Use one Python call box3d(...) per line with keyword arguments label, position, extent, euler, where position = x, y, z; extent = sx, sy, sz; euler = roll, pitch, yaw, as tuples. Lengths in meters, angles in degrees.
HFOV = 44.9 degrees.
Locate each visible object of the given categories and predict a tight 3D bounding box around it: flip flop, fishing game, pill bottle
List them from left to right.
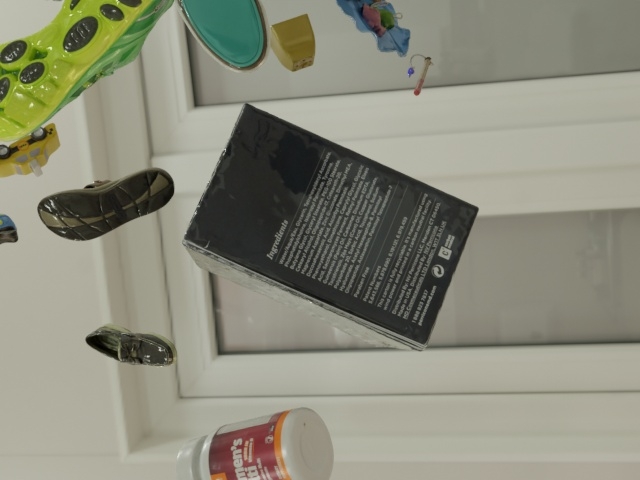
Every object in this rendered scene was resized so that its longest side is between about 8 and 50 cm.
box3d(label="flip flop", position=(-0.425, -0.082, 1.549), extent=(0.080, 0.277, 0.112), euler=(-107, -3, -63))
box3d(label="pill bottle", position=(-0.101, 0.328, 1.155), extent=(0.121, 0.221, 0.121), euler=(40, -140, -44))
box3d(label="fishing game", position=(0.058, -0.305, 0.947), extent=(0.264, 0.041, 0.189), euler=(49, -151, -14))

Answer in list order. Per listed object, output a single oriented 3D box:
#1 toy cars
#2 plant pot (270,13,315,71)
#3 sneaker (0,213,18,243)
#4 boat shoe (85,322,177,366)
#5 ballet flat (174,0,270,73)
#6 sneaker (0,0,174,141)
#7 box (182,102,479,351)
box3d(label="toy cars", position=(-0.762, -0.183, 1.808), extent=(0.087, 0.176, 0.393), euler=(53, -150, 9))
box3d(label="plant pot", position=(-0.049, -0.391, 1.561), extent=(0.081, 0.081, 0.083), euler=(109, 138, -74))
box3d(label="sneaker", position=(-0.676, 0.019, 1.505), extent=(0.078, 0.188, 0.067), euler=(67, 174, -34))
box3d(label="boat shoe", position=(-0.419, 0.239, 1.700), extent=(0.073, 0.223, 0.080), euler=(-25, -57, -58))
box3d(label="ballet flat", position=(-0.218, -0.466, 1.373), extent=(0.400, 0.139, 0.139), euler=(51, -167, -2))
box3d(label="sneaker", position=(-0.282, -0.213, 0.906), extent=(0.109, 0.295, 0.123), euler=(56, -169, 11))
box3d(label="box", position=(0.000, 0.000, 1.587), extent=(0.480, 0.471, 0.298), euler=(135, 157, -81))
